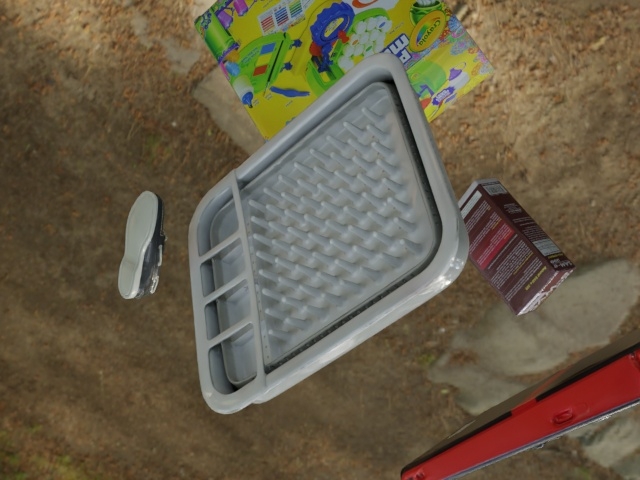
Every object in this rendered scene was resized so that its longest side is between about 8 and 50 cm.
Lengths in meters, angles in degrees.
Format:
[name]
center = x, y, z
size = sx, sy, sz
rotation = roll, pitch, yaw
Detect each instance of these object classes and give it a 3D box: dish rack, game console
[dish rack]
center = 0.000, 0.000, 0.818
size = 0.072, 0.286, 0.333
rotation = 26, 129, -39
[game console]
center = 0.295, 0.187, 0.955
size = 0.342, 0.060, 0.386
rotation = -34, 164, 19

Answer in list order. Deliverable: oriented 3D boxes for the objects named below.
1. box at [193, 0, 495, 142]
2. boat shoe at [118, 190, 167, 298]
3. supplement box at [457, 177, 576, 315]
[box]
center = 0.030, -0.270, 1.119
size = 0.290, 0.279, 0.177
rotation = -37, 159, 17
[boat shoe]
center = -0.189, 0.006, 0.885
size = 0.038, 0.046, 0.125
rotation = -1, 110, -45
[supplement box]
center = 0.352, 0.009, 1.527
size = 0.073, 0.239, 0.130
rotation = -9, 144, -42
